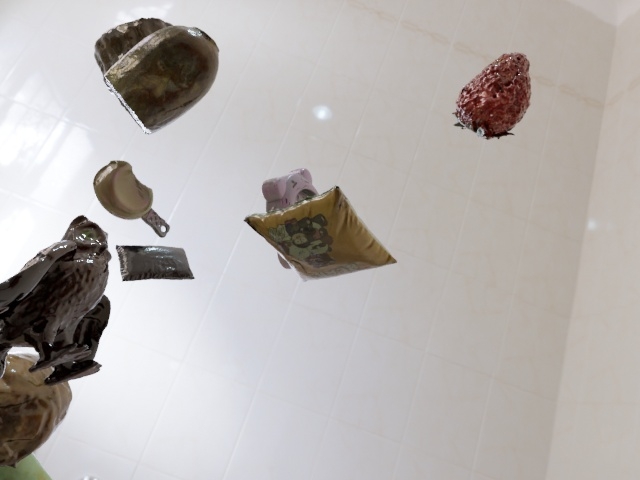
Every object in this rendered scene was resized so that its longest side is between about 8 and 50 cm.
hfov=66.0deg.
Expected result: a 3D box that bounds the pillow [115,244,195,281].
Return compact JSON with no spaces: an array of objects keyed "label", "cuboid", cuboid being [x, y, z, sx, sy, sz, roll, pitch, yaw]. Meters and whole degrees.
[{"label":"pillow","cuboid":[-0.477,0.064,1.424,0.208,0.141,0.055,3,-49,-38]}]

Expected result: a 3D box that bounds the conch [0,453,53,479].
[{"label":"conch","cuboid":[-0.749,0.567,1.172,0.137,0.143,0.251,-11,-70,38]}]

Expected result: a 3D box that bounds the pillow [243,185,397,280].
[{"label":"pillow","cuboid":[0.000,0.000,1.322,0.310,0.119,0.312,-17,-46,28]}]

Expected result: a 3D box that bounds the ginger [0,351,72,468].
[{"label":"ginger","cuboid":[-0.695,0.346,1.091,0.269,0.200,0.223,47,-7,-28]}]

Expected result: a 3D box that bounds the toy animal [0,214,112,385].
[{"label":"toy animal","cuboid":[-0.293,0.058,0.529,0.116,0.180,0.219,-2,-30,-4]}]

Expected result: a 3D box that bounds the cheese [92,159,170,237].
[{"label":"cheese","cuboid":[-0.575,-0.116,1.542,0.082,0.163,0.286,-6,-41,34]}]

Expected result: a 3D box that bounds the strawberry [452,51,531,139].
[{"label":"strawberry","cuboid":[0.422,-0.349,1.154,0.174,0.228,0.098,47,10,37]}]

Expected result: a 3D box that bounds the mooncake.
[{"label":"mooncake","cuboid":[-0.625,-0.623,1.763,0.323,0.187,0.324,-17,-7,-2]}]

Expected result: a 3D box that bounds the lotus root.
[{"label":"lotus root","cuboid":[-0.470,-0.508,1.521,0.250,0.346,0.250,44,-8,8]}]

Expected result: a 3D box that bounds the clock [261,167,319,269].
[{"label":"clock","cuboid":[-0.077,-0.083,1.751,0.113,0.295,0.322,-10,-77,33]}]
